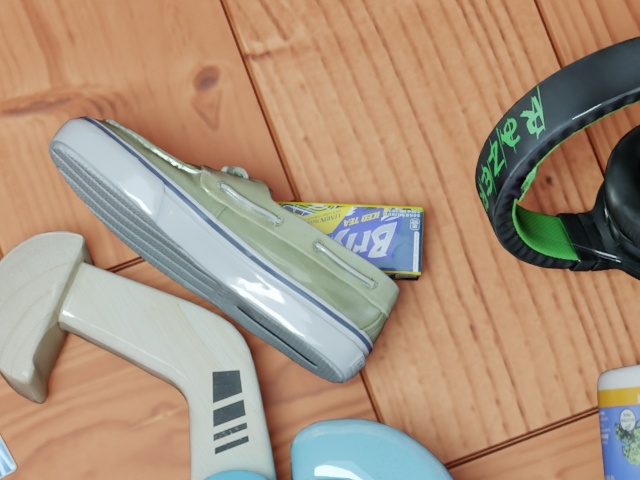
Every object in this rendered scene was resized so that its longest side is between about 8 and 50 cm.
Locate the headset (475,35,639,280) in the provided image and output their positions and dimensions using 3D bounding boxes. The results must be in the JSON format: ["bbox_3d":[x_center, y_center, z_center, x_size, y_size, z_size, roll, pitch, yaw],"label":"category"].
[{"bbox_3d":[0.318,-0.049,1.522,0.394,0.243,0.185,-5,56,-24],"label":"headset"}]

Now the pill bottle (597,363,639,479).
[{"bbox_3d":[0.303,0.231,1.532,0.152,0.152,0.272,-5,83,-1],"label":"pill bottle"}]

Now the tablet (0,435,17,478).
[{"bbox_3d":[-0.292,0.165,1.612,0.054,0.006,0.083,-29,85,-4],"label":"tablet"}]

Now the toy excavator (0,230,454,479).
[{"bbox_3d":[-0.040,0.202,1.531,0.433,0.222,0.445,-5,70,0],"label":"toy excavator"}]

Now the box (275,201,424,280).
[{"bbox_3d":[0.000,0.000,1.607,0.169,0.054,0.059,2,84,0],"label":"box"}]

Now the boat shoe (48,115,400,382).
[{"bbox_3d":[-0.075,-0.008,1.541,0.302,0.109,0.094,38,70,-5],"label":"boat shoe"}]
